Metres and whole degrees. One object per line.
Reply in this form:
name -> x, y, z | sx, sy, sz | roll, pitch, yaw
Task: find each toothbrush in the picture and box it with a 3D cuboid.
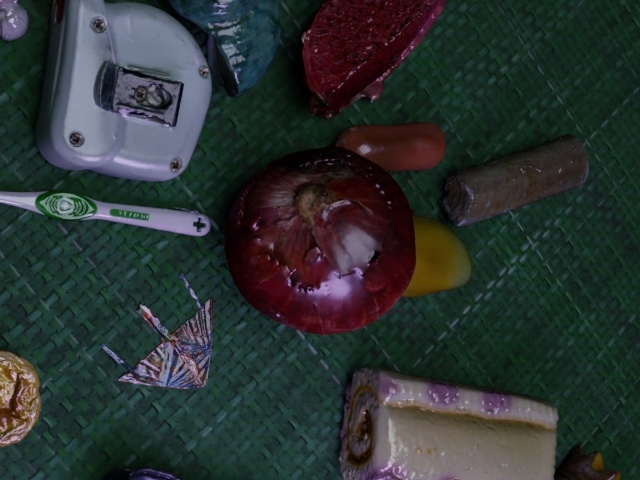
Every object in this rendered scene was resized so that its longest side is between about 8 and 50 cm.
toothbrush -> -0.341, -0.046, 1.735 | 0.418, 0.040, 0.042 | 8, 89, -32

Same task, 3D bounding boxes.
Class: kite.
kite -> -0.210, 0.152, 1.815 | 0.183, 0.010, 0.160 | -43, 108, -21

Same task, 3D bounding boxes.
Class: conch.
conch -> -0.130, -0.328, 1.767 | 0.134, 0.196, 0.202 | -33, 147, -2

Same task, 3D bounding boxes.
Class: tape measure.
tape measure -> -0.268, -0.209, 1.718 | 0.246, 0.125, 0.243 | 9, 87, -27

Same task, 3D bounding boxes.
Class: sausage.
sausage -> 0.109, -0.142, 1.949 | 0.194, 0.077, 0.077 | -5, 93, -29

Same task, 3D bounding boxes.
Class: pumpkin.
pumpkin -> 0.417, 0.477, 2.082 | 0.149, 0.130, 0.254 | -3, 93, -28

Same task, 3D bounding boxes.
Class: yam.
yam -> 0.312, -0.096, 2.046 | 0.259, 0.093, 0.093 | -18, 99, -27

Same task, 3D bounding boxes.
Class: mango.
mango -> 0.153, 0.028, 1.961 | 0.194, 0.092, 0.130 | 21, 79, -31

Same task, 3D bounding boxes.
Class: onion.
onion -> 0.000, 0.000, 1.803 | 0.276, 0.276, 0.276 | 0, 90, -28

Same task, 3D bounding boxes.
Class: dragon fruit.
dragon fruit -> 0.053, -0.292, 1.901 | 0.274, 0.161, 0.126 | -43, 75, -9

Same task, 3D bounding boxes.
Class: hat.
hat -> -0.433, -0.338, 1.658 | 0.093, 0.112, 0.162 | -35, 119, 5

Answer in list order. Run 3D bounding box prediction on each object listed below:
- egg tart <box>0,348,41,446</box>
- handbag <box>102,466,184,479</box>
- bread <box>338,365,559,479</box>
egg tart -> -0.429, 0.210, 1.676 | 0.130, 0.052, 0.130 | 1, 88, -27
handbag -> -0.186, 0.480, 1.772 | 0.325, 0.118, 0.269 | 24, 72, -25
bread -> 0.201, 0.308, 1.953 | 0.338, 0.155, 0.187 | 11, 77, -25
